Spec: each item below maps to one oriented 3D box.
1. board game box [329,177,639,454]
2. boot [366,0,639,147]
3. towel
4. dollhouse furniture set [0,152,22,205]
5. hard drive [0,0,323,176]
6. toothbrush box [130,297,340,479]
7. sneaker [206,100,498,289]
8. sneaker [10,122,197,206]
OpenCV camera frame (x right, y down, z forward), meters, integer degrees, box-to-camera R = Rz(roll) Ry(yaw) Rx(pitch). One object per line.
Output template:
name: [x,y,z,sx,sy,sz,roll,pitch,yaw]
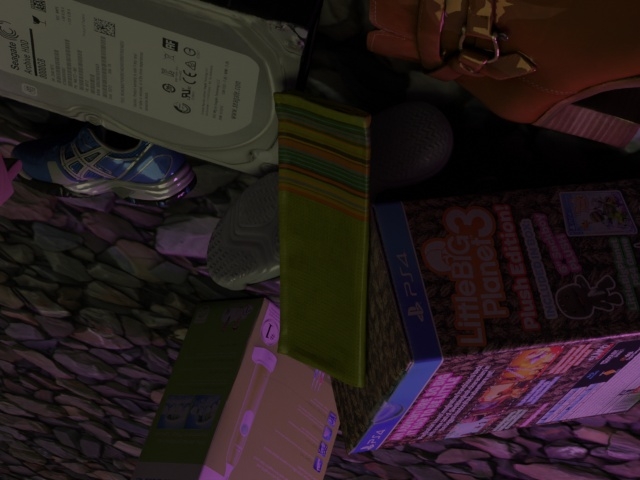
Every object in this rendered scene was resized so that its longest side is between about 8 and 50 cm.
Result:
board game box: [0.169,0.069,1.076,0.291,0.141,0.232,-6,154,-15]
boot: [0.147,-0.180,0.837,0.220,0.109,0.283,21,159,4]
towel: [0.000,0.000,0.999,0.102,0.021,0.237,22,120,44]
dollhouse furniture set: [-0.451,-0.185,1.171,0.286,0.198,0.303,-3,120,14]
hard drive: [-0.176,-0.177,1.049,0.339,0.064,0.237,19,151,1]
toothbrush box: [-0.094,0.243,1.514,0.122,0.283,0.206,-7,144,38]
sneaker: [0.033,-0.011,1.117,0.268,0.101,0.153,-30,140,23]
sneaker: [-0.223,-0.091,1.234,0.211,0.080,0.081,4,127,23]
